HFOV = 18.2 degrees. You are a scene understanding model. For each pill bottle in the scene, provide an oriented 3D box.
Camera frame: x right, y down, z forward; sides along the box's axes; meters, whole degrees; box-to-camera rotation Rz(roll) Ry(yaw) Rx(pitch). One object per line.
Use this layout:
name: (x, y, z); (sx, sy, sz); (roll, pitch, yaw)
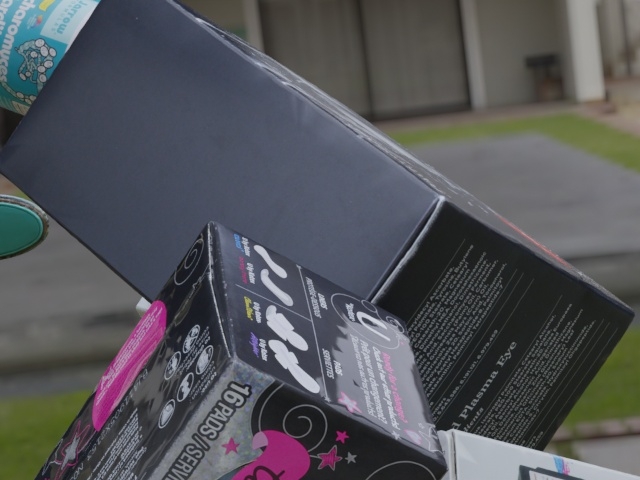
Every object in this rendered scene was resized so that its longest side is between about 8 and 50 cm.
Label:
pill bottle: (-0.279, -0.197, 2.080); (0.264, 0.146, 0.146); (20, 16, 18)

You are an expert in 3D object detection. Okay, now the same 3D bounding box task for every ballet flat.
ballet flat: (-0.347, -0.009, 1.926); (0.188, 0.070, 0.070); (-8, 7, 9)

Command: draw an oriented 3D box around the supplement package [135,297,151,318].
supplement package: (-0.023, 0.086, 2.231); (0.263, 0.198, 0.199); (15, 60, 29)

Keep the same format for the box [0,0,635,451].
box: (0.000, 0.000, 1.446); (0.343, 0.179, 0.312); (37, 7, 34)

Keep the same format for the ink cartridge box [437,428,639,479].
ink cartridge box: (0.112, 0.186, 1.272); (0.175, 0.072, 0.127); (17, -30, -32)

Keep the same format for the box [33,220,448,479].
box: (-0.060, 0.147, 1.117); (0.142, 0.247, 0.163); (27, 22, -20)
